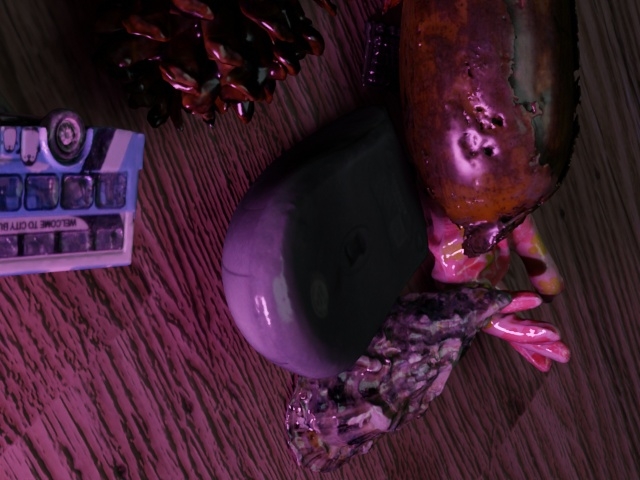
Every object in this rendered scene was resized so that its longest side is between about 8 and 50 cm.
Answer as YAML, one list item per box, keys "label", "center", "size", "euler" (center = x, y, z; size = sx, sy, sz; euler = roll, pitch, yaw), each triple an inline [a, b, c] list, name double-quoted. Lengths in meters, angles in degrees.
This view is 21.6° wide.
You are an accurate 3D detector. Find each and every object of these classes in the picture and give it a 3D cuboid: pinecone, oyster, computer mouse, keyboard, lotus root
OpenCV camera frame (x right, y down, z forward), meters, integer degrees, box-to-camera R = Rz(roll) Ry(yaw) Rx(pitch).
- label: "pinecone"
  center: [-0.087, -0.225, 1.416]
  size: [0.224, 0.224, 0.272]
  euler: [34, 78, -47]
- label: "oyster"
  center: [0.073, 0.141, 1.734]
  size: [0.252, 0.087, 0.199]
  euler: [4, 89, -32]
- label: "computer mouse"
  center: [0.000, 0.000, 1.606]
  size: [0.371, 0.122, 0.188]
  euler: [-44, 122, -54]
- label: "keyboard"
  center: [0.122, -0.189, 1.830]
  size: [0.231, 0.023, 0.072]
  euler: [5, 90, -51]
- label: "lotus root"
  center: [0.167, -0.182, 1.708]
  size: [0.196, 0.179, 0.397]
  euler: [3, 83, -56]

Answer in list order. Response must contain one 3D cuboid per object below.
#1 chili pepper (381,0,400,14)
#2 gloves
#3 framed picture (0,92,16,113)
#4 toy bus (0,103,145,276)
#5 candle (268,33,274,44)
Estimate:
- label: "chili pepper"
  center: [0.099, -0.303, 1.791]
  size: [0.045, 0.027, 0.178]
  euler: [47, 56, -37]
- label: "gloves"
  center: [0.194, 0.040, 1.856]
  size: [0.145, 0.126, 0.241]
  euler: [-63, 138, -67]
- label: "framed picture"
  center: [-0.372, -0.057, 1.217]
  size: [0.335, 0.022, 0.247]
  euler: [-58, 133, -33]
- label: "toy bus"
  center: [-0.264, -0.038, 1.254]
  size: [0.297, 0.106, 0.131]
  euler: [-5, 100, -53]
- label: "candle"
  center: [-0.072, -0.310, 1.562]
  size: [0.051, 0.048, 0.329]
  euler: [-53, 136, -72]
